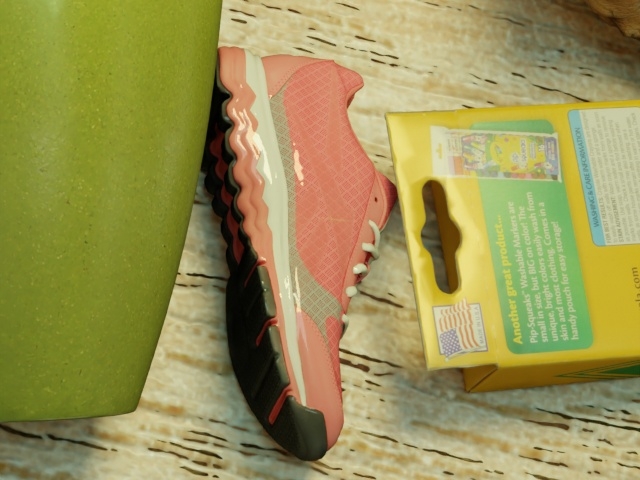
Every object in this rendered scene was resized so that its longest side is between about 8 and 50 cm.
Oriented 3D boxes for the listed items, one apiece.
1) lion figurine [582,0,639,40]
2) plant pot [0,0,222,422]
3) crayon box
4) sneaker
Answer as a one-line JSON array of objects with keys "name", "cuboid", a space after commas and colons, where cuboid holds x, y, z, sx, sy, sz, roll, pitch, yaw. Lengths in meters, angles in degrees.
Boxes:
[{"name": "lion figurine", "cuboid": [0.366, -0.190, 1.461, 0.392, 0.240, 0.142, 17, 110, -19]}, {"name": "plant pot", "cuboid": [-0.198, -0.028, 1.235, 0.275, 0.275, 0.293, -1, 87, -14]}, {"name": "crayon box", "cuboid": [0.207, 0.001, 1.396, 0.323, 0.083, 0.203, -3, 72, -15]}, {"name": "sneaker", "cuboid": [0.000, -0.001, 1.330, 0.136, 0.116, 0.314, -5, 72, -16]}]
